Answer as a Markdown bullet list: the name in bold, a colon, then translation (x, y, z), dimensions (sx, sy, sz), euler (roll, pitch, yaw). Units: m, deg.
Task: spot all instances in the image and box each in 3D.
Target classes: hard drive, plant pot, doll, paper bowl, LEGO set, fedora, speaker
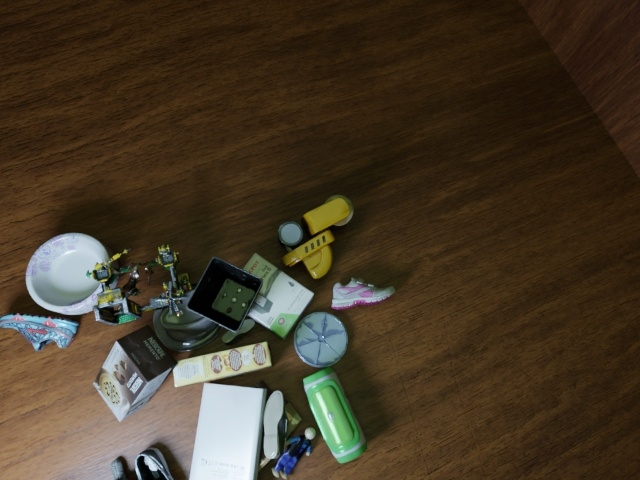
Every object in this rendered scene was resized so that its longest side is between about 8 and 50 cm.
- **hard drive**: translation (-0.310, 0.672, 1.443), dimensions (0.232, 0.047, 0.354), euler (-1, 72, 19)
- **plant pot**: translation (-0.306, 0.191, 1.450), dimensions (0.187, 0.167, 0.188), euler (25, 75, 6)
- **doll**: translation (-0.080, 0.714, 1.458), dimensions (0.129, 0.046, 0.189), euler (37, 88, -34)
- **paper bowl**: translation (-0.879, 0.126, 1.557), dimensions (0.283, 0.148, 0.285), euler (1, 72, -4)
- **LEGO set**: translation (-0.603, 0.141, 1.408), dimensions (0.330, 0.192, 0.255), euler (-6, 75, -10)
- **fedora**: translation (-0.480, 0.266, 1.554), dimensions (0.275, 0.124, 0.244), euler (-17, 74, -9)
- **speaker**: translation (0.048, 0.596, 1.488), dimensions (0.131, 0.131, 0.297), euler (-23, 76, -11)

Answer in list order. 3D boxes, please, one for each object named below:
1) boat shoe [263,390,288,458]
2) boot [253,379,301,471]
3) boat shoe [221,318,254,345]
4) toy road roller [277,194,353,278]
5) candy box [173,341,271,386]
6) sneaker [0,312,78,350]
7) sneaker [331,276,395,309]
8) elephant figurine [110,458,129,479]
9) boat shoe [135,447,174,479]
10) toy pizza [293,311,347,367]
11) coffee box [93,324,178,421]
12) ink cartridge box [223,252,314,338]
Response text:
- **boat shoe**: translation (-0.143, 0.610, 1.430), dimensions (0.075, 0.065, 0.206), euler (-13, 59, 28)
- **boot**: translation (-0.209, 0.644, 1.492), dimensions (0.206, 0.090, 0.248), euler (34, 75, 19)
- **boat shoe**: translation (-0.300, 0.338, 1.589), dimensions (0.133, 0.042, 0.049), euler (-34, 58, -13)
- **toy road roller**: translation (0.000, 0.000, 1.638), dimensions (0.329, 0.202, 0.241), euler (-30, 89, -7)
- **candy box**: translation (-0.326, 0.427, 1.484), dimensions (0.316, 0.183, 0.088), euler (-10, 74, -7)
- **sneaker**: translation (-1.003, 0.323, 1.512), dimensions (0.261, 0.104, 0.125), euler (7, 74, -2)
- **sneaker**: translation (0.160, 0.189, 1.634), dimensions (0.252, 0.103, 0.111), euler (-7, 75, -7)
- **elephant figurine**: translation (-0.617, 0.826, 1.334), dimensions (0.185, 0.169, 0.240), euler (-14, 82, 19)
- **boat shoe**: translation (-0.507, 0.818, 1.392), dimensions (0.108, 0.102, 0.301), euler (-30, 77, -12)
- **toy pizza**: translation (0.001, 0.369, 1.604), dimensions (0.201, 0.032, 0.202), euler (1, 72, -3)
- **coffee box**: translation (-0.609, 0.435, 1.403), dimensions (0.168, 0.297, 0.118), euler (49, 35, 10)
- **ink cartridge box**: translation (-0.190, 0.208, 1.596), dimensions (0.272, 0.115, 0.198), euler (34, 74, 7)
